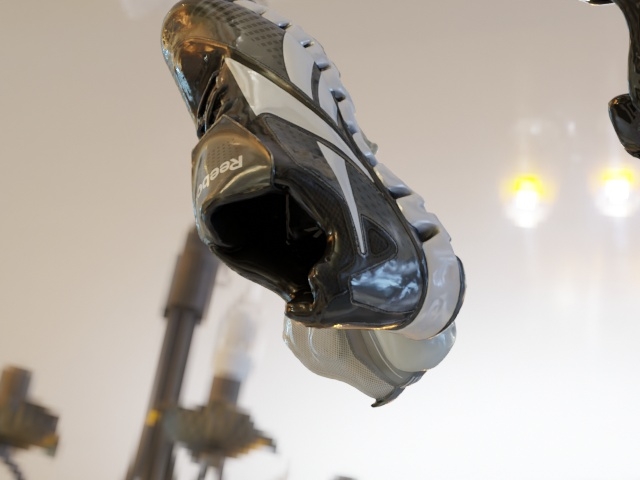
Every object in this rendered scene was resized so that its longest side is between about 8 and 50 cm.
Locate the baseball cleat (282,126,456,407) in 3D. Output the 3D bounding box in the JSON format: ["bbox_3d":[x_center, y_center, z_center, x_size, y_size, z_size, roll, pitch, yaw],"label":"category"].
[{"bbox_3d":[0.000,0.000,1.154,0.072,0.206,0.109,5,-40,-45],"label":"baseball cleat"}]

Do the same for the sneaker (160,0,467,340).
[{"bbox_3d":[-0.028,-0.042,0.997,0.106,0.234,0.078,-7,-39,-45],"label":"sneaker"}]

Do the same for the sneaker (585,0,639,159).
[{"bbox_3d":[0.260,-0.082,1.225,0.146,0.293,0.102,-38,-11,15],"label":"sneaker"}]
